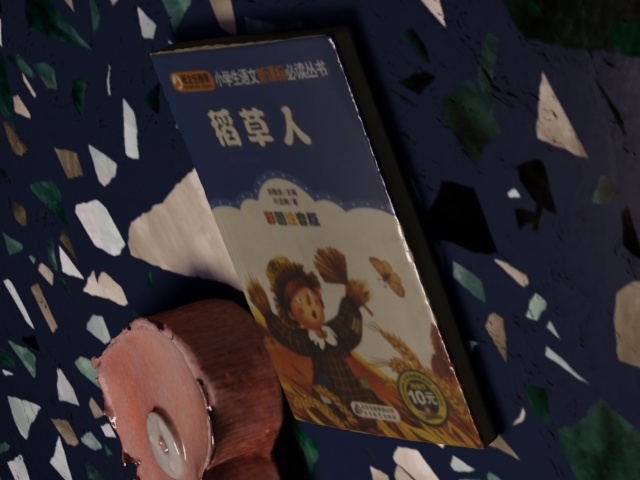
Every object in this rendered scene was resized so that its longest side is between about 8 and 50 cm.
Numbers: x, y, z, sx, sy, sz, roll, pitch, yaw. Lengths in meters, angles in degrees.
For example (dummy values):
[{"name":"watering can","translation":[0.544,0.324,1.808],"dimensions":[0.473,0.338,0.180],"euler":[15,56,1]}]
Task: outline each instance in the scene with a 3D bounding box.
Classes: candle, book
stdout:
[{"name":"candle","translation":[-0.142,0.202,2.049],"dimensions":[0.287,0.131,0.317],"euler":[29,129,47]},{"name":"book","translation":[0.000,0.000,1.759],"dimensions":[0.300,0.039,0.428],"euler":[2,118,53]}]
